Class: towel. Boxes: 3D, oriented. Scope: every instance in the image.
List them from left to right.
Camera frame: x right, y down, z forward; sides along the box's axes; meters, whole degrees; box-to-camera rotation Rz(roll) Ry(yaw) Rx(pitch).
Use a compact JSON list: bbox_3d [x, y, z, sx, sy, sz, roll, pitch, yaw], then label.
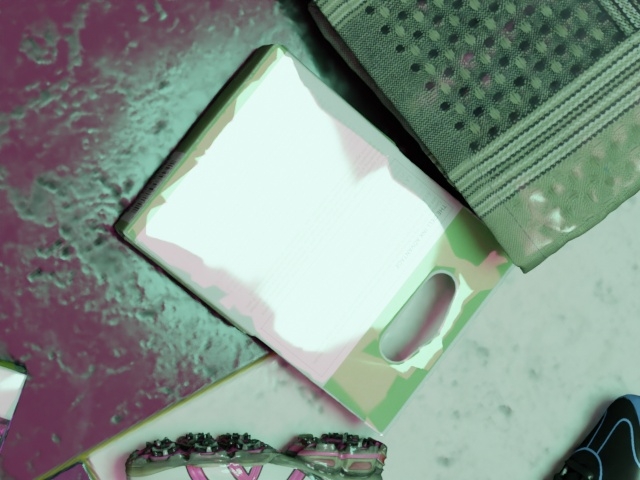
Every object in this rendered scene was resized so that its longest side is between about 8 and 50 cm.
[{"bbox_3d":[0.166,-0.189,1.023,0.324,0.056,0.312,-37,83,8],"label":"towel"}]

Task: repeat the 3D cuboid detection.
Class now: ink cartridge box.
[{"bbox_3d":[0.000,0.000,1.061,0.235,0.056,0.171,40,83,-14],"label":"ink cartridge box"}]

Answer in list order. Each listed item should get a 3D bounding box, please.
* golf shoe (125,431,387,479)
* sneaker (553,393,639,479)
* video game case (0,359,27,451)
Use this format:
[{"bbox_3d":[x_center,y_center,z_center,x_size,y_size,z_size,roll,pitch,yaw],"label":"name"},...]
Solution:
[{"bbox_3d":[-0.044,0.177,1.048,0.186,0.067,0.086,4,92,-13],"label":"golf shoe"},{"bbox_3d":[0.178,0.215,1.094,0.090,0.081,0.232,20,88,-20],"label":"sneaker"},{"bbox_3d":[-0.330,0.162,0.994,0.210,0.042,0.232,20,87,-11],"label":"video game case"}]
